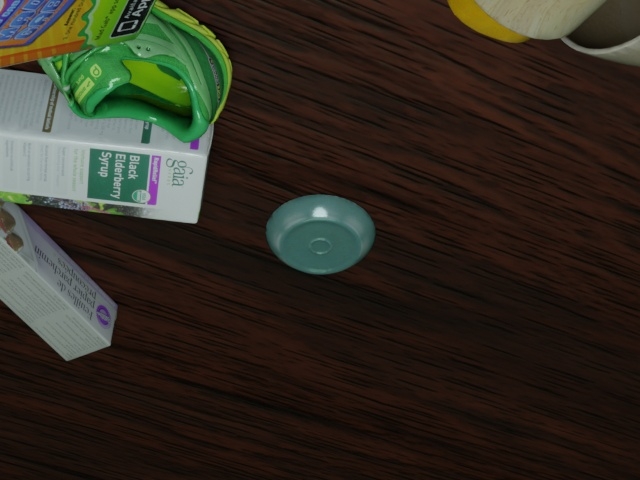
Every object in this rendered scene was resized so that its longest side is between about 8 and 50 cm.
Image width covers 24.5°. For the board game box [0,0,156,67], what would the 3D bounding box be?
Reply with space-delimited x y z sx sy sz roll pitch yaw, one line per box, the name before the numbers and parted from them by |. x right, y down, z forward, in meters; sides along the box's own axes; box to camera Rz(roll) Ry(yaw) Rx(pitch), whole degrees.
board game box | -0.278 -0.339 0.888 0.356 0.356 0.356 -21 155 -45

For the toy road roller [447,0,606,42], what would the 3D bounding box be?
toy road roller | 0.111 -0.324 1.022 0.241 0.329 0.202 13 149 -23

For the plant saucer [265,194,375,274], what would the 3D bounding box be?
plant saucer | 0.000 0.000 1.581 0.119 0.021 0.119 0 136 0

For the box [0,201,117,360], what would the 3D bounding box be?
box | -0.336 0.008 1.564 0.067 0.063 0.324 -21 132 23

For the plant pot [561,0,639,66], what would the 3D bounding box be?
plant pot | 0.318 -0.242 1.070 0.191 0.284 0.284 17 134 -22

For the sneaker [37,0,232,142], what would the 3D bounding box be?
sneaker | -0.209 -0.184 1.320 0.296 0.123 0.109 25 132 -22

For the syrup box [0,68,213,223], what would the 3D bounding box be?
syrup box | -0.226 -0.093 1.435 0.237 0.096 0.093 7 135 -5
